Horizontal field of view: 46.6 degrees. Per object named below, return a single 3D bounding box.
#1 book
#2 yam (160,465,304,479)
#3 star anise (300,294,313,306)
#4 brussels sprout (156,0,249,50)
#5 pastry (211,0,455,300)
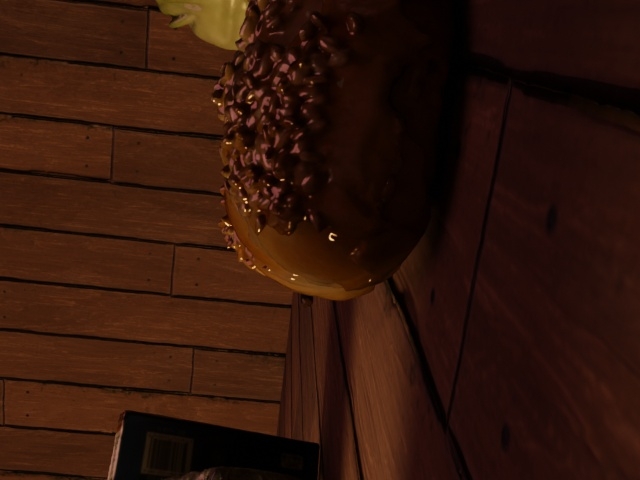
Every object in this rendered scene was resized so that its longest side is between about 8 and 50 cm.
[{"bbox_3d":[-0.143,0.449,0.923,0.039,0.300,0.428,-29,49,51],"label":"book"},{"bbox_3d":[-0.088,0.403,0.824,0.202,0.201,0.271,-23,55,49],"label":"yam"},{"bbox_3d":[-0.003,0.002,0.968,0.177,0.073,0.234,125,168,-65],"label":"star anise"},{"bbox_3d":[-0.081,-0.495,0.925,0.361,0.342,0.425,89,173,-59],"label":"brussels sprout"},{"bbox_3d":[-0.003,-0.084,0.578,0.311,0.162,0.255,105,168,-73],"label":"pastry"}]
